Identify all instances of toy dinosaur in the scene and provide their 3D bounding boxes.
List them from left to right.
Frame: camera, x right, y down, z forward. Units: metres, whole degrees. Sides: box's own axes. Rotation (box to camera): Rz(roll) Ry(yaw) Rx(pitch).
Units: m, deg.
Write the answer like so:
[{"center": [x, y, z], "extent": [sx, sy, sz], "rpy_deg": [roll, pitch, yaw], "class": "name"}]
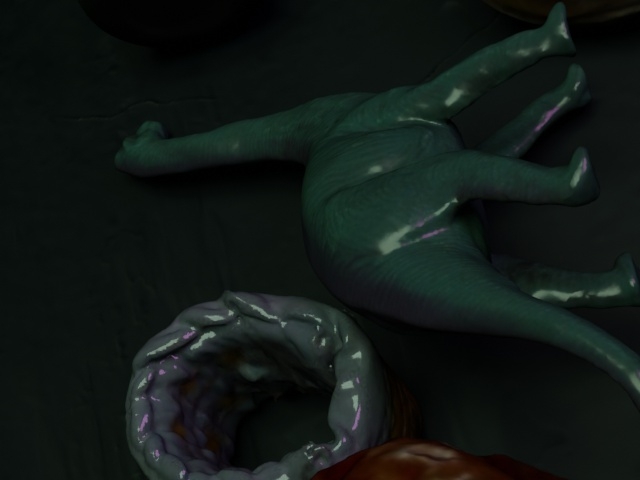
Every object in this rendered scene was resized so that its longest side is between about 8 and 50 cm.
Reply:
[{"center": [0.000, 0.000, 0.714], "extent": [0.330, 0.129, 0.383], "rpy_deg": [-17, 34, 16], "class": "toy dinosaur"}]

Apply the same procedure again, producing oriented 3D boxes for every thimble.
[{"center": [-0.026, 0.105, 0.719], "extent": [0.151, 0.118, 0.127], "rpy_deg": [-2, 64, 22], "class": "thimble"}]

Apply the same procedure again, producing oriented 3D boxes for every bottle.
[{"center": [-0.116, -0.283, 0.916], "extent": [0.156, 0.143, 0.271], "rpy_deg": [-23, 59, 26], "class": "bottle"}]

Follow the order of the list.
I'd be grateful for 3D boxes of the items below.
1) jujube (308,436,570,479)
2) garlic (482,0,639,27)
[{"center": [0.030, 0.264, 0.580], "extent": [0.216, 0.216, 0.342], "rpy_deg": [23, 93, 30], "class": "jujube"}, {"center": [0.166, -0.181, 0.773], "extent": [0.195, 0.101, 0.087], "rpy_deg": [3, 64, 23], "class": "garlic"}]
